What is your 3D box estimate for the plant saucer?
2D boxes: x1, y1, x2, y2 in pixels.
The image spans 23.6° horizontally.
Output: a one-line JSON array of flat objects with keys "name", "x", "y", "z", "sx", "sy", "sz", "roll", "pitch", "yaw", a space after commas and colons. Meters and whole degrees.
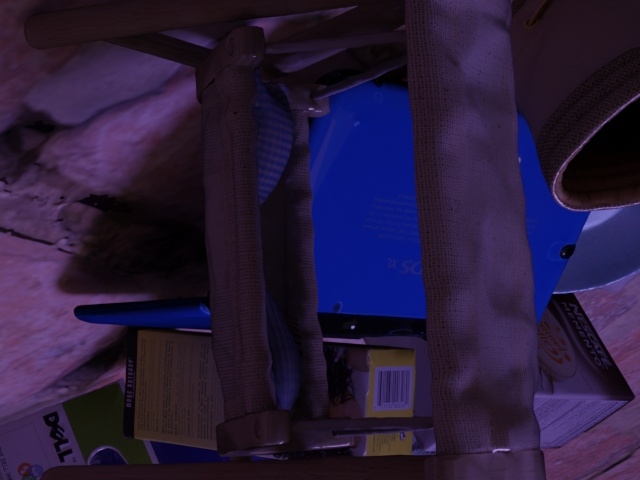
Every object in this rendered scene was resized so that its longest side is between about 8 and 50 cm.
[{"name": "plant saucer", "x": 0.187, "y": -0.043, "z": 1.157, "sx": 0.194, "sy": 0.037, "sz": 0.195, "roll": -1, "pitch": 129, "yaw": -1}]

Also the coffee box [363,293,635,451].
[{"name": "coffee box", "x": 0.159, "y": 0.105, "z": 1.366, "sx": 0.098, "sy": 0.141, "sz": 0.246, "roll": -40, "pitch": 154, "yaw": 26}]

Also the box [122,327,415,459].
[{"name": "box", "x": -0.042, "y": 0.110, "z": 1.096, "sx": 0.232, "sy": 0.087, "sz": 0.058, "roll": 0, "pitch": 178, "yaw": 40}]

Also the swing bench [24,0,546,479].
[{"name": "swing bench", "x": 0.000, "y": 0.000, "z": 0.756, "sx": 0.254, "sy": 0.253, "sz": 0.165, "roll": -8, "pitch": 170, "yaw": 36}]

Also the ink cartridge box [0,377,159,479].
[{"name": "ink cartridge box", "x": -0.237, "y": 0.246, "z": 1.185, "sx": 0.255, "sy": 0.189, "sz": 0.097, "roll": -20, "pitch": 155, "yaw": -14}]

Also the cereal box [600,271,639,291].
[{"name": "cereal box", "x": 0.251, "y": -0.028, "z": 1.301, "sx": 0.173, "sy": 0.047, "sz": 0.240, "roll": -41, "pitch": 151, "yaw": 27}]

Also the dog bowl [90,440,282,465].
[{"name": "dog bowl", "x": -0.119, "y": 0.258, "z": 1.397, "sx": 0.264, "sy": 0.104, "sz": 0.265, "roll": -21, "pitch": 148, "yaw": -14}]

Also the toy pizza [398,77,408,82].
[{"name": "toy pizza", "x": 0.052, "y": -0.061, "z": 1.050, "sx": 0.201, "sy": 0.032, "sz": 0.201, "roll": -17, "pitch": 154, "yaw": -8}]

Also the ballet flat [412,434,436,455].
[{"name": "ballet flat", "x": 0.090, "y": 0.163, "z": 1.509, "sx": 0.079, "sy": 0.077, "sz": 0.221, "roll": -7, "pitch": 150, "yaw": 0}]

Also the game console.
[{"name": "game console", "x": 0.019, "y": -0.010, "z": 1.058, "sx": 0.293, "sy": 0.173, "sz": 0.250, "roll": 6, "pitch": 113, "yaw": -45}]

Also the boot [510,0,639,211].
[{"name": "boot", "x": 0.219, "y": -0.132, "z": 0.870, "sx": 0.262, "sy": 0.203, "sz": 0.095, "roll": -27, "pitch": 124, "yaw": 7}]
